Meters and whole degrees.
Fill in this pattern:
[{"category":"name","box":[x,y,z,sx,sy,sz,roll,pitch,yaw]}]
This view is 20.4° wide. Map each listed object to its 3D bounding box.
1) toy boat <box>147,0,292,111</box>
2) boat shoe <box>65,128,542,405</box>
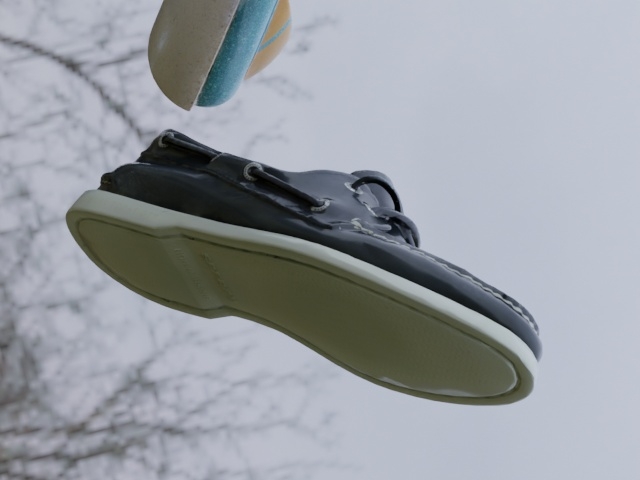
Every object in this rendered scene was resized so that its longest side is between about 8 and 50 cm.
[{"category":"toy boat","box":[-0.055,-0.244,1.631,0.318,0.148,0.267,156,-44,-78]},{"category":"boat shoe","box":[0.001,0.003,1.096,0.340,0.113,0.127,13,-34,37]}]
